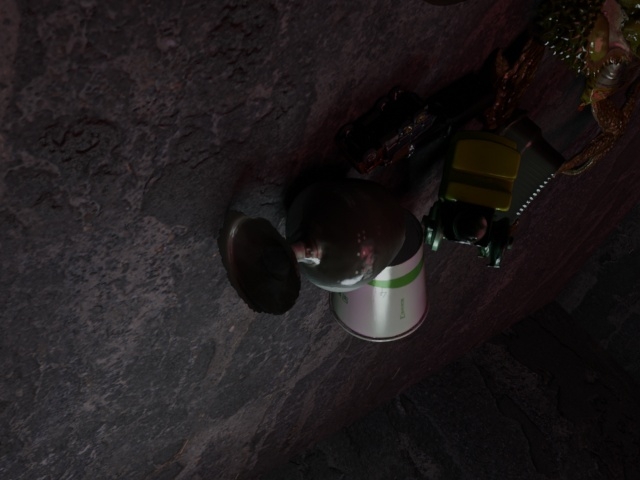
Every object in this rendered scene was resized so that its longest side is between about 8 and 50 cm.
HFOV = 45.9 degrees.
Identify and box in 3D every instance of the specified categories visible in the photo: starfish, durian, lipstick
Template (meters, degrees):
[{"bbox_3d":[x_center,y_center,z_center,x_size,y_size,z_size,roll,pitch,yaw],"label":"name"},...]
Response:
[{"bbox_3d":[0.814,-0.339,2.228,0.383,0.132,0.398,-5,135,-47],"label":"starfish"},{"bbox_3d":[0.555,-0.435,1.575,0.166,0.172,0.306,-44,142,18],"label":"durian"},{"bbox_3d":[0.237,-0.246,1.560,0.299,0.081,0.081,-33,155,-20],"label":"lipstick"}]

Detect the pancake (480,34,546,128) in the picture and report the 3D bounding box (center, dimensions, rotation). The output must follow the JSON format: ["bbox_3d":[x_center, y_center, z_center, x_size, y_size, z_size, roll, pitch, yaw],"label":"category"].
[{"bbox_3d":[0.408,-0.343,1.683,0.212,0.056,0.257,-21,143,-52],"label":"pancake"}]

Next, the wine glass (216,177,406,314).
[{"bbox_3d":[0.000,0.000,1.456,0.323,0.238,0.238,-20,148,-42],"label":"wine glass"}]

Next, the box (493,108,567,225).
[{"bbox_3d":[0.477,-0.174,1.894,0.274,0.178,0.138,-55,169,33],"label":"box"}]

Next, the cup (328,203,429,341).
[{"bbox_3d":[0.137,0.066,1.778,0.253,0.253,0.274,-32,146,-20],"label":"cup"}]

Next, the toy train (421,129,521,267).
[{"bbox_3d":[0.327,-0.100,1.637,0.442,0.179,0.273,-30,131,-83],"label":"toy train"}]

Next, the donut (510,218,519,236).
[{"bbox_3d":[0.520,-0.091,2.187,0.085,0.141,0.217,-42,159,-22],"label":"donut"}]

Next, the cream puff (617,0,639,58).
[{"bbox_3d":[0.810,-0.527,1.743,0.244,0.196,0.244,-10,134,-11],"label":"cream puff"}]

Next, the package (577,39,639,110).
[{"bbox_3d":[0.773,-0.467,1.935,0.223,0.108,0.288,-32,149,-11],"label":"package"}]

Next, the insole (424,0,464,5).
[{"bbox_3d":[0.199,-0.442,1.259,0.327,0.007,0.111,-13,143,-47],"label":"insole"}]

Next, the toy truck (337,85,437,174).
[{"bbox_3d":[0.127,-0.210,1.454,0.192,0.083,0.092,-38,159,-8],"label":"toy truck"}]
